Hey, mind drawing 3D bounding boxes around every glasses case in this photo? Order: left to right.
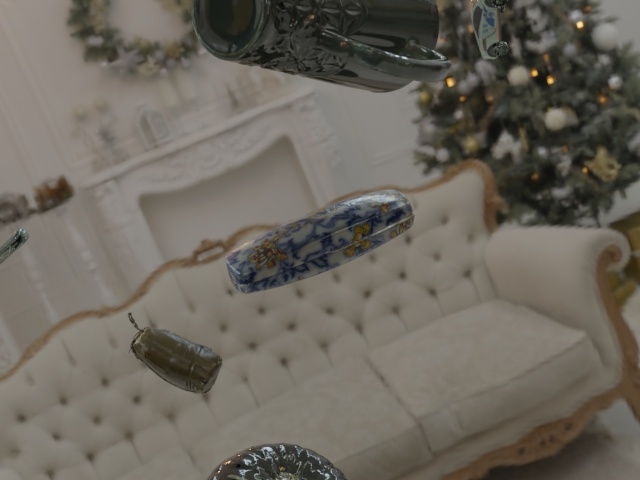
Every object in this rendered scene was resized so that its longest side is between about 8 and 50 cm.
[{"bbox_3d":[0.000,0.000,1.227,0.248,0.065,0.087,-22,29,-12],"label":"glasses case"}]

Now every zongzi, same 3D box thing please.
[{"bbox_3d":[-0.275,0.217,1.737,0.081,0.189,0.178,-64,2,-22],"label":"zongzi"}]

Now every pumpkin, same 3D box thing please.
[{"bbox_3d":[-0.076,0.527,1.787,0.323,0.241,0.323,12,23,-5],"label":"pumpkin"}]

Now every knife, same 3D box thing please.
[{"bbox_3d":[-0.526,0.034,1.558,0.162,0.023,0.044,-38,28,24],"label":"knife"}]

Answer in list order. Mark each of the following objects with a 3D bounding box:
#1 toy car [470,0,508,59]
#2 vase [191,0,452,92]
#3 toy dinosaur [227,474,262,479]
[{"bbox_3d":[0.254,-0.359,1.453,0.056,0.205,0.095,-3,63,10],"label":"toy car"},{"bbox_3d":[0.007,-0.235,1.046,0.251,0.156,0.301,35,26,28],"label":"vase"},{"bbox_3d":[-0.076,0.348,1.278,0.037,0.058,0.180,-35,44,-12],"label":"toy dinosaur"}]
